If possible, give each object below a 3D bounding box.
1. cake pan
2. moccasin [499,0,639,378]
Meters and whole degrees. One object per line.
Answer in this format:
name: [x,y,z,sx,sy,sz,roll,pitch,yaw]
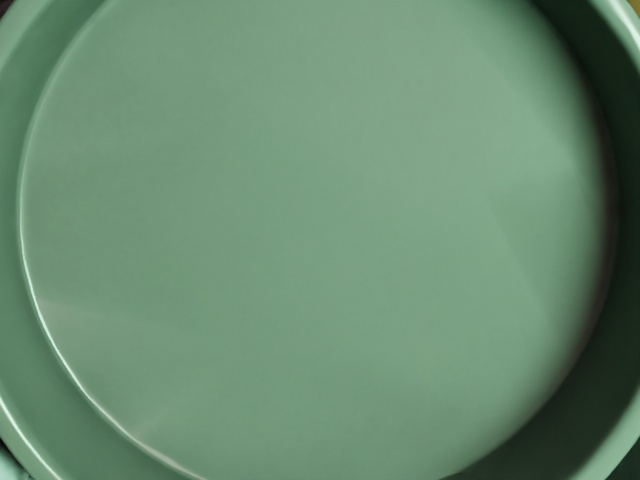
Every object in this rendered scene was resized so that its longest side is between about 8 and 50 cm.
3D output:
cake pan: [0.000,0.000,0.487,0.293,0.054,0.293,0,102,0]
moccasin: [0.081,-0.121,0.559,0.147,0.139,0.380,-11,102,-34]
